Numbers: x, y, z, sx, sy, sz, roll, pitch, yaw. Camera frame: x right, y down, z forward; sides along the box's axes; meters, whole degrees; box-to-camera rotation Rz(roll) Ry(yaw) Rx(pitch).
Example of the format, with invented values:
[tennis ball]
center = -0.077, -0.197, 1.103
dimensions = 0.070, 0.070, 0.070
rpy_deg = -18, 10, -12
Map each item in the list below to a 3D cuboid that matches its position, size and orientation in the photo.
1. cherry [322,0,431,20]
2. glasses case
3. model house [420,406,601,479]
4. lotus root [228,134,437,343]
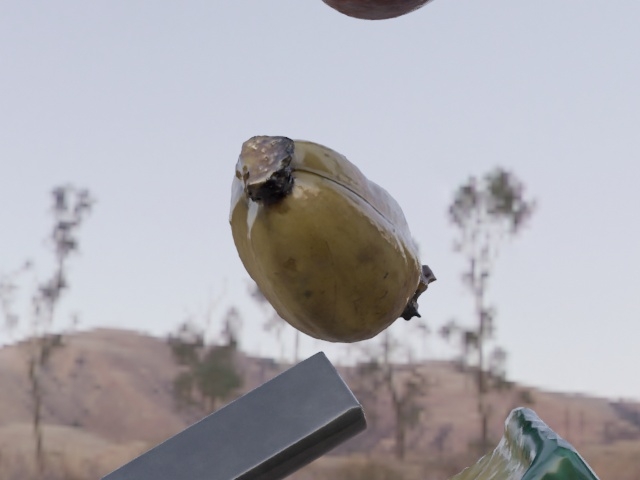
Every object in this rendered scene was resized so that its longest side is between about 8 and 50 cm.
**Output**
[cherry]
center = 0.070, -0.312, 1.492
dimensions = 0.175, 0.192, 0.250
rpy_deg = -1, 16, 26
[glasses case]
center = -0.061, 0.153, 1.127
dimensions = 0.190, 0.072, 0.042
rpy_deg = -29, -38, -12
[model house]
center = 0.178, 0.288, 0.874
dimensions = 0.382, 0.334, 0.342
rpy_deg = 46, -52, -5
[lotus root]
center = 0.000, 0.000, 1.332
dimensions = 0.140, 0.154, 0.257
rpy_deg = -33, -43, 9
